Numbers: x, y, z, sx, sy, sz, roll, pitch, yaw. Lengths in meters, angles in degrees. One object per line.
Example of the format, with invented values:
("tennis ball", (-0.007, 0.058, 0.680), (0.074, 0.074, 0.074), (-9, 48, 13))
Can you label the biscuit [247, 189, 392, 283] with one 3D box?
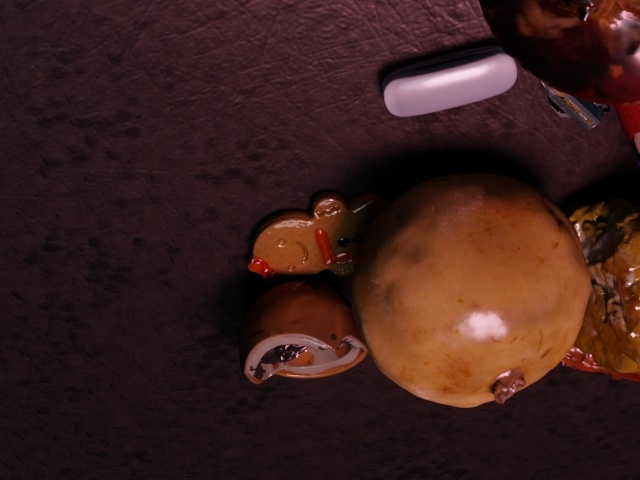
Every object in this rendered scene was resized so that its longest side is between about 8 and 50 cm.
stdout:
("biscuit", (0.000, 0.000, 1.935), (0.225, 0.036, 0.166), (-12, 136, 2))

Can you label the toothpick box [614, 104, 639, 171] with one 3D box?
("toothpick box", (0.518, -0.089, 1.712), (0.204, 0.204, 0.333), (-23, 98, 12))

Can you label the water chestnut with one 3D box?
("water chestnut", (0.324, -0.303, 1.487), (0.350, 0.302, 0.351), (14, 126, 21))

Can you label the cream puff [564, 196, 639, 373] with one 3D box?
("cream puff", (0.453, 0.055, 1.941), (0.185, 0.282, 0.282), (-18, 139, -24))

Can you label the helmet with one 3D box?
("helmet", (-0.029, 0.130, 1.985), (0.198, 0.130, 0.224), (-14, 164, 18))

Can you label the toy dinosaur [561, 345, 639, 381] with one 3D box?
("toy dinosaur", (0.577, 0.188, 2.179), (0.432, 0.097, 0.208), (16, 143, -19))

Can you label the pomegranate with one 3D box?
("pomegranate", (0.209, 0.072, 1.849), (0.332, 0.333, 0.333), (-5, 135, -5))

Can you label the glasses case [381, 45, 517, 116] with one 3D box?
("glasses case", (0.169, -0.208, 1.751), (0.178, 0.045, 0.067), (-13, 135, 4))

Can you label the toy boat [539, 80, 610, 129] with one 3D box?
("toy boat", (0.324, -0.205, 1.776), (0.060, 0.055, 0.141), (-18, 139, 41))
